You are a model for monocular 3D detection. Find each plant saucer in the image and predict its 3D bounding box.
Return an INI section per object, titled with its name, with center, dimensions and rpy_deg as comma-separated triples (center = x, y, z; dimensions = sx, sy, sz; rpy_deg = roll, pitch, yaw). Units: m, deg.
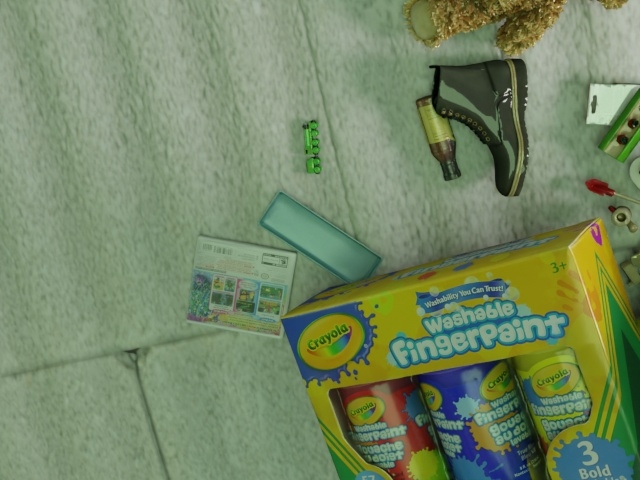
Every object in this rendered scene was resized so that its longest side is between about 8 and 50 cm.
[plant saucer]
center = 0.000, 0.000, 1.445
dimensions = 0.192, 0.018, 0.067
rpy_deg = 33, 103, -4

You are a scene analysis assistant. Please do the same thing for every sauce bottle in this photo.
[sauce bottle]
center = 0.176, -0.151, 1.385
dimensions = 0.042, 0.042, 0.128
rpy_deg = -17, 103, 8

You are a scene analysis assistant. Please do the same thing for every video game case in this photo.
[video game case]
center = -0.124, 0.073, 1.471
dimensions = 0.157, 0.019, 0.143
rpy_deg = 10, 104, 1

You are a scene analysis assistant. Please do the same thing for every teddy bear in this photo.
[teddy bear]
center = 0.266, -0.379, 1.303
dimensions = 0.338, 0.113, 0.245
rpy_deg = -27, 88, 15

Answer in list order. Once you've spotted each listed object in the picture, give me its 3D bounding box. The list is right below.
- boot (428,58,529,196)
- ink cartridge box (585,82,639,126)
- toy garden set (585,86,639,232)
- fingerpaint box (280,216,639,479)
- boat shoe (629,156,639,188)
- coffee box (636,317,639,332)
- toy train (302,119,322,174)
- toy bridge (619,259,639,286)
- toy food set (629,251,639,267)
[boot]
center = 0.222, -0.160, 1.350
dimensions = 0.137, 0.077, 0.197
rpy_deg = -2, 90, -9
[ink cartridge box]
center = 0.442, -0.195, 1.360
dimensions = 0.115, 0.029, 0.062
rpy_deg = 4, 104, 5
[toy garden set]
center = 0.494, -0.067, 1.316
dimensions = 0.244, 0.049, 0.203
rpy_deg = 36, 111, 12
[fingerpaint box]
center = 0.212, 0.209, 1.297
dimensions = 0.445, 0.163, 0.371
rpy_deg = -16, 97, 33
[boat shoe]
center = 0.541, -0.085, 1.356
dimensions = 0.184, 0.063, 0.066
rpy_deg = 11, 104, 20
[coffee box]
center = 0.652, 0.219, 1.231
dimensions = 0.338, 0.338, 0.334
rpy_deg = -25, 100, -12
[toy train]
center = -0.013, -0.140, 1.414
dimensions = 0.024, 0.017, 0.083
rpy_deg = -2, 103, 16
[toy bridge]
center = 0.538, 0.013, 1.401
dimensions = 0.188, 0.026, 0.063
rpy_deg = -36, 99, 11
[toy food set]
center = 0.545, 0.088, 1.392
dimensions = 0.132, 0.038, 0.192
rpy_deg = -24, 111, 9
